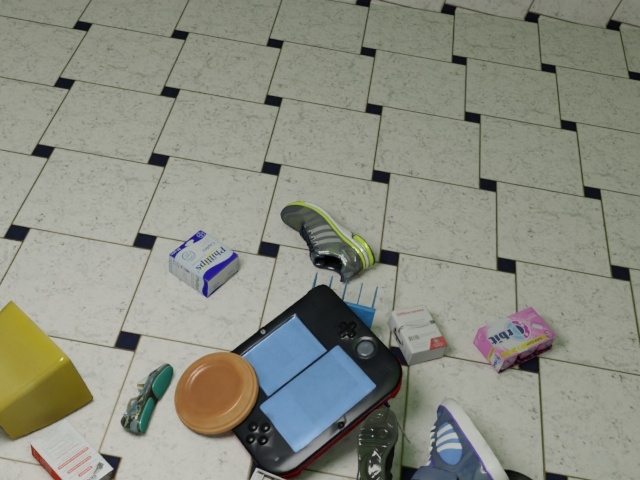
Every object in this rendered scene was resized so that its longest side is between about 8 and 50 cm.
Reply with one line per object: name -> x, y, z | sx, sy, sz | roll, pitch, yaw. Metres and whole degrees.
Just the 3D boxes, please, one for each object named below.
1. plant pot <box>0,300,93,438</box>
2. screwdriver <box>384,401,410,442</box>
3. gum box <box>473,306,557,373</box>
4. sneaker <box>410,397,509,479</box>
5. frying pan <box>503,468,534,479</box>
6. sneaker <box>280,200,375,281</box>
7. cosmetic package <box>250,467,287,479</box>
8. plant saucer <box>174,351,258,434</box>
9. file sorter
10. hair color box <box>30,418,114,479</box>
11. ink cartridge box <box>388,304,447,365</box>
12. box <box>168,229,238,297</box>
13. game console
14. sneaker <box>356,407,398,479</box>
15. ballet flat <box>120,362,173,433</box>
plant pot -> -0.652, 0.299, 1.845 | 0.212, 0.212, 0.187 | 36, 64, 24
screwdriver -> 0.169, 0.401, 1.996 | 0.025, 0.024, 0.170 | -37, 59, -2
gum box -> 0.498, 0.250, 2.166 | 0.188, 0.062, 0.107 | -19, 52, -25
sneaker -> 0.249, 0.491, 1.850 | 0.236, 0.130, 0.323 | -31, 23, -1
frying pan -> 0.474, 0.587, 1.848 | 0.326, 0.053, 0.197 | 2, 45, -16
sneaker -> 0.000, 0.000, 2.298 | 0.300, 0.111, 0.121 | 33, 54, 24
cosmetic package -> -0.046, 0.569, 1.772 | 0.239, 0.060, 0.099 | 19, 47, 9
plant saucer -> -0.239, 0.338, 1.924 | 0.200, 0.037, 0.200 | -7, 55, 11
file sorter -> 0.052, 0.163, 2.141 | 0.170, 0.118, 0.104 | 14, 43, 4
hair color box -> -0.524, 0.467, 1.797 | 0.167, 0.053, 0.093 | 37, 50, 26
ink cartridge box -> 0.242, 0.236, 2.141 | 0.099, 0.056, 0.135 | -10, 49, -19
box -> -0.302, 0.059, 2.212 | 0.137, 0.072, 0.126 | 32, 50, 19
game console -> -0.043, 0.314, 1.935 | 0.386, 0.060, 0.342 | -36, 60, -12
sneaker -> 0.119, 0.480, 1.826 | 0.087, 0.130, 0.227 | 4, 58, 8
ballet flat -> -0.397, 0.350, 1.927 | 0.070, 0.070, 0.188 | 17, 43, 7
